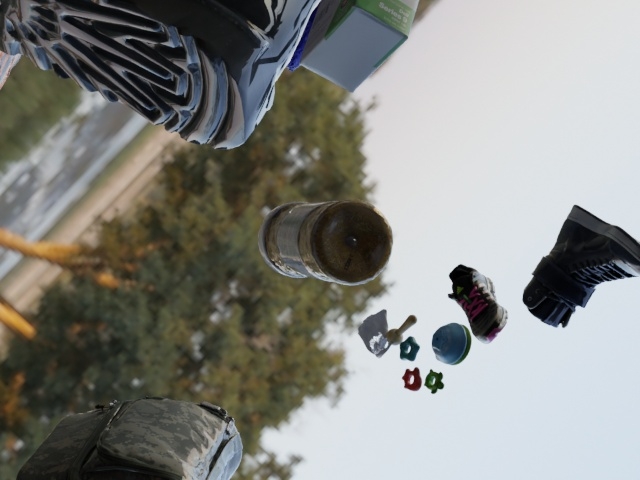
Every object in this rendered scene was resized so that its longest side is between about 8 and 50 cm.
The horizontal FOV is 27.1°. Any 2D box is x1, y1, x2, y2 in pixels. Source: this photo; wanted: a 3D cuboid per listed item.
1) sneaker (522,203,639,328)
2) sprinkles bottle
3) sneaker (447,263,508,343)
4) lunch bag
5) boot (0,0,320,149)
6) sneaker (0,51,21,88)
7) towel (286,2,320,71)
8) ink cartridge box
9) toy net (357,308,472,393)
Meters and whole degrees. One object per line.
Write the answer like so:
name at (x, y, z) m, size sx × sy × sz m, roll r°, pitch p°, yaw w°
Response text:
sneaker at (0.359, 0.054, 1.765) m, size 0.163 × 0.086 × 0.226 m, roll -56°, pitch -160°, yaw 3°
sprinkles bottle at (0.000, 0.000, 1.976) m, size 0.121 × 0.121 × 0.355 m, roll -47°, pitch -169°, yaw -10°
sneaker at (0.228, 0.091, 1.990) m, size 0.063 × 0.075 × 0.170 m, roll -46°, pitch -157°, yaw 20°
lunch bag at (-0.258, 0.349, 1.897) m, size 0.256 × 0.212 × 0.305 m, roll -11°, pitch -169°, yaw 10°
boot at (-0.099, -0.315, 0.913) m, size 0.445 × 0.367 × 0.146 m, roll -59°, pitch -178°, yaw -29°
sneaker at (-0.505, -0.337, 2.033) m, size 0.321 × 0.125 × 0.180 m, roll 98°, pitch 6°, yaw -57°
towel at (-0.037, -0.436, 2.049) m, size 0.308 × 0.228 × 0.076 m, roll -51°, pitch -163°, yaw 19°
ink cartridge box at (0.067, -0.330, 1.788) m, size 0.154 × 0.093 × 0.212 m, roll -40°, pitch -151°, yaw 52°
toy net at (0.143, 0.179, 2.151) m, size 0.232 × 0.045 × 0.122 m, roll 9°, pitch -98°, yaw 53°
